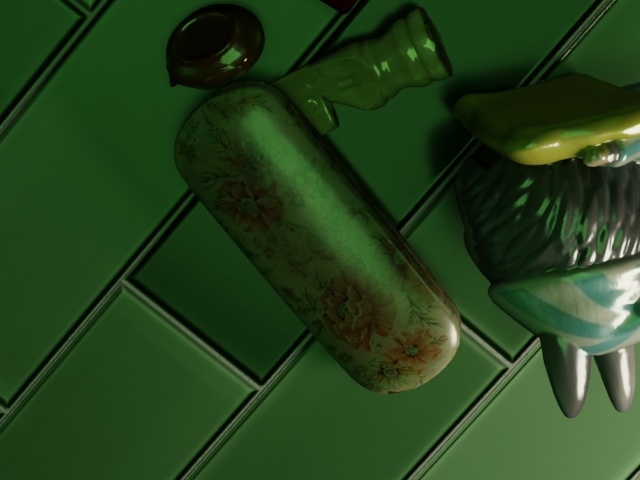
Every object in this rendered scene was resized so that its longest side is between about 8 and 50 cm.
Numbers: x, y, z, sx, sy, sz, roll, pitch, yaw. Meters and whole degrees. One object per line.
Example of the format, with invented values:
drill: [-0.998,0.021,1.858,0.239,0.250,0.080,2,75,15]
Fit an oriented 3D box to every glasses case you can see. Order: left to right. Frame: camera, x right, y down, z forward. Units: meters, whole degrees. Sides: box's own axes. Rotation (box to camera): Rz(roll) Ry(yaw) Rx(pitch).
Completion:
glasses case: [0.000,0.000,1.604,0.156,0.098,0.425,-35,103,20]

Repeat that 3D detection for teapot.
teapot: [-0.122,-0.215,1.568,0.129,0.078,0.098,-22,63,12]

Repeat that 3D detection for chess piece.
chess piece: [0.046,-0.189,1.583,0.200,0.090,0.090,-23,104,15]

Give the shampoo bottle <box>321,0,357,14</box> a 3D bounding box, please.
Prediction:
shampoo bottle: [-0.071,-0.378,1.524,0.314,0.076,0.118,30,101,-9]

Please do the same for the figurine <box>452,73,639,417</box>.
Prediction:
figurine: [0.344,0.003,1.552,0.361,0.266,0.378,-8,109,7]
